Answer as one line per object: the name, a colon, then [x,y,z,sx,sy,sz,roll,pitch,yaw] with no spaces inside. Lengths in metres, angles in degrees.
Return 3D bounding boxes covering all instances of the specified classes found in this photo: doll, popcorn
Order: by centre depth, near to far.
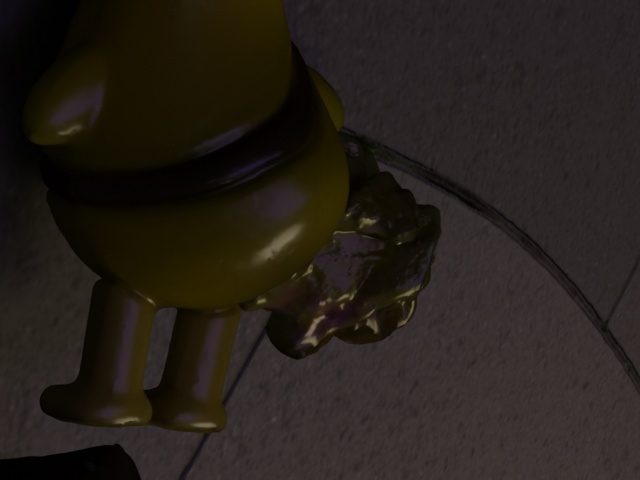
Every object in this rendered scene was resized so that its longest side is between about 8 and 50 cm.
doll: [-0.052,-0.085,0.828,0.199,0.145,0.363,8,96,-51]
popcorn: [0.000,0.000,0.987,0.125,0.126,0.145,-32,158,-8]

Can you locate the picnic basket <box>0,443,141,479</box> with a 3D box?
picnic basket: [-0.142,0.278,0.761,0.321,0.254,0.291,71,17,-45]
